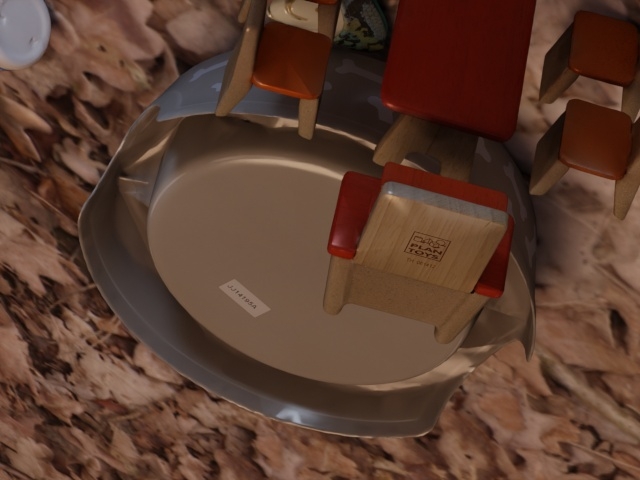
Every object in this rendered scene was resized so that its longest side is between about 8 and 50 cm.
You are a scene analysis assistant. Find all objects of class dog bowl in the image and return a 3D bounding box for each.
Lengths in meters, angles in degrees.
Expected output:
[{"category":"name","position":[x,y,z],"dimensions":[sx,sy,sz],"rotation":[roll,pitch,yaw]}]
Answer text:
[{"category":"dog bowl","position":[0.000,0.000,1.415],"dimensions":[0.349,0.102,0.349],"rotation":[13,140,12]}]

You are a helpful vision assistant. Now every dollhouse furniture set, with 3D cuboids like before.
[{"category":"dollhouse furniture set","position":[0.076,-0.084,1.120],"dimensions":[0.262,0.259,0.135],"rotation":[15,146,-5]}]

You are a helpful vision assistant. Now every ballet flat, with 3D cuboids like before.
[{"category":"ballet flat","position":[-0.025,-0.186,1.294],"dimensions":[0.070,0.070,0.188],"rotation":[-11,125,48]}]

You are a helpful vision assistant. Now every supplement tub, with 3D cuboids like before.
[{"category":"supplement tub","position":[-0.274,-0.169,1.533],"dimensions":[0.107,0.071,0.071],"rotation":[0,133,40]}]
